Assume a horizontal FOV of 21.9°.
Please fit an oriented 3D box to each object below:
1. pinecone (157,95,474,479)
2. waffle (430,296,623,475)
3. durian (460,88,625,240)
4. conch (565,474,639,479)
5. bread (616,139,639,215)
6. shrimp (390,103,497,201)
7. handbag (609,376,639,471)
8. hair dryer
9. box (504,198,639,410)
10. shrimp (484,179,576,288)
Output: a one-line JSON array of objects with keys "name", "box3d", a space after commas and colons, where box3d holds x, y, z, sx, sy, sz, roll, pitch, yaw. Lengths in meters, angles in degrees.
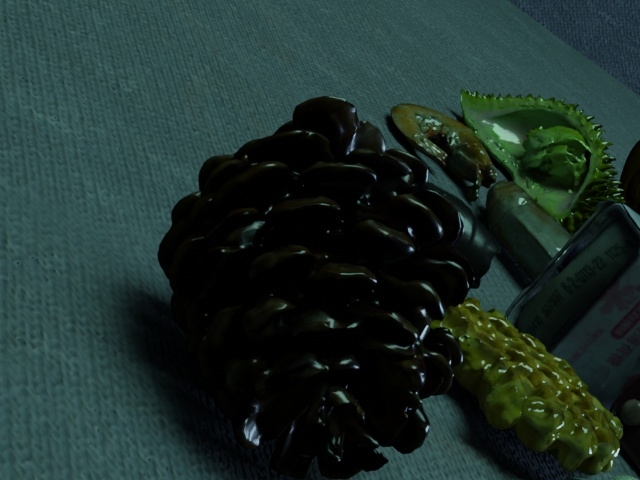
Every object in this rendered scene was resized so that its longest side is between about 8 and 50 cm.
[{"name": "pinecone", "box3d": [0.001, 0.032, 1.146, 0.224, 0.224, 0.272, 30, 24, -27]}, {"name": "waffle", "box3d": [0.169, 0.118, 1.506, 0.253, 0.056, 0.249, 41, 12, 17]}, {"name": "durian", "box3d": [0.326, -0.086, 2.322, 0.169, 0.157, 0.355, -8, 38, -18]}, {"name": "conch", "box3d": [0.245, 0.228, 1.421, 0.076, 0.057, 0.085, 13, -13, 2]}, {"name": "bread", "box3d": [0.532, -0.046, 2.331, 0.148, 0.270, 0.270, 36, 16, -42]}, {"name": "shrimp", "box3d": [0.153, -0.116, 2.099, 0.132, 0.052, 0.187, -2, 36, -37]}, {"name": "handbag", "box3d": [0.408, 0.179, 1.611, 0.074, 0.216, 0.203, 14, 33, -50]}, {"name": "hair dryer", "box3d": [0.079, -0.033, 1.736, 0.235, 0.091, 0.271, 31, 5, 5]}, {"name": "box", "box3d": [0.382, 0.115, 1.755, 0.369, 0.190, 0.112, 32, 19, -28]}, {"name": "shrimp", "box3d": [0.308, 0.046, 1.974, 0.247, 0.085, 0.360, 36, 13, -33]}]
